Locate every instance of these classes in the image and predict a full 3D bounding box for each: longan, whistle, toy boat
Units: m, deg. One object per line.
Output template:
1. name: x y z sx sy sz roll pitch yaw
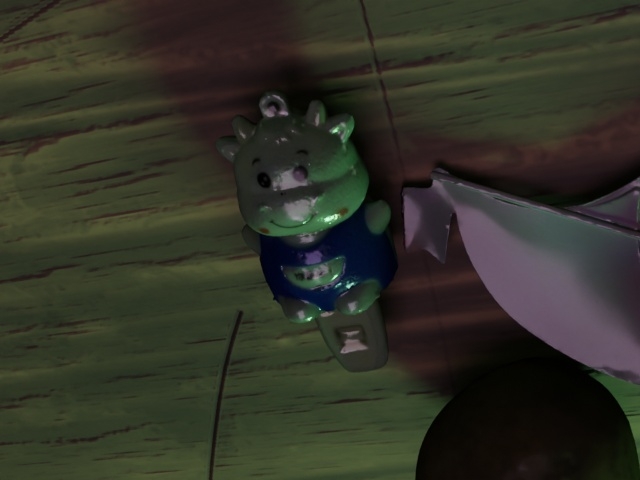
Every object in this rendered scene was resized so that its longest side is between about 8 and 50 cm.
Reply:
1. longan: 0.155 0.180 1.021 0.167 0.167 0.187 20 113 3
2. whistle: 0.000 0.000 0.974 0.110 0.092 0.244 -10 122 13
3. toy boat: 0.213 0.045 0.941 0.318 0.072 0.219 -4 112 21
